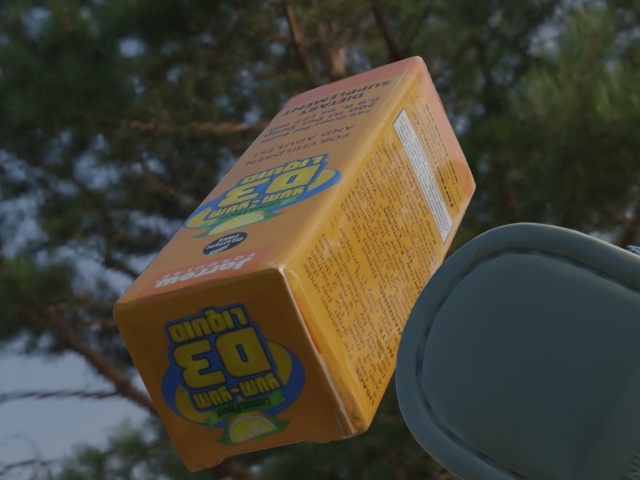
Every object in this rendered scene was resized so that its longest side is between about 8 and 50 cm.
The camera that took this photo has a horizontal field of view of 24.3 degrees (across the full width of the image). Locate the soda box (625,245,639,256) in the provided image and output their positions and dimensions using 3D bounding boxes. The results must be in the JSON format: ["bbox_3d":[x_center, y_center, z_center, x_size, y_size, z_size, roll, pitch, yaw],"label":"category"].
[{"bbox_3d":[0.162,0.097,0.763,0.063,0.183,0.058,7,19,-41],"label":"soda box"}]

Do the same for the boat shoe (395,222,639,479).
[{"bbox_3d":[0.111,0.067,0.289,0.069,0.228,0.081,32,-86,-47],"label":"boat shoe"}]

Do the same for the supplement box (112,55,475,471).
[{"bbox_3d":[0.000,0.000,0.626,0.078,0.080,0.233,-16,21,22],"label":"supplement box"}]
